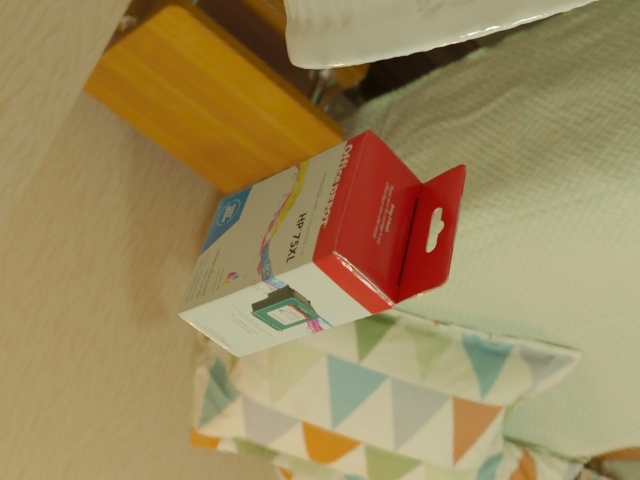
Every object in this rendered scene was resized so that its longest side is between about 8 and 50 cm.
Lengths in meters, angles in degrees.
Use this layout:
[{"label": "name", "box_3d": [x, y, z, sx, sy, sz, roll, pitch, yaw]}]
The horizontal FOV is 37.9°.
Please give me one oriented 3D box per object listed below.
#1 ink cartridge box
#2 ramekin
[{"label": "ink cartridge box", "box_3d": [0.000, 0.000, 0.766, 0.231, 0.134, 0.078, -23, 128, 38]}, {"label": "ramekin", "box_3d": [0.093, -0.213, 0.566, 0.277, 0.277, 0.135, -4, 114, 39]}]
